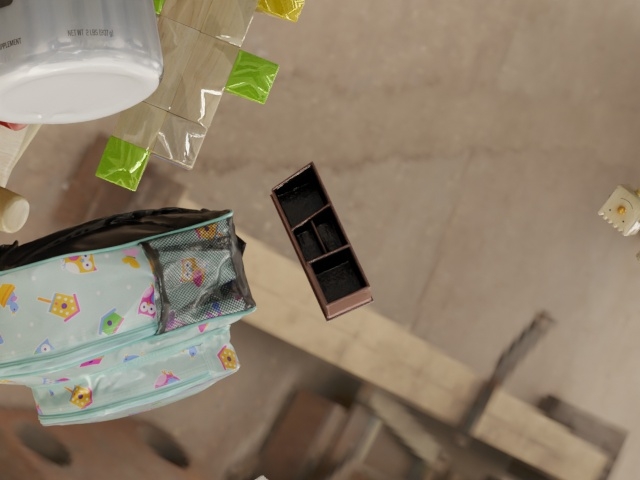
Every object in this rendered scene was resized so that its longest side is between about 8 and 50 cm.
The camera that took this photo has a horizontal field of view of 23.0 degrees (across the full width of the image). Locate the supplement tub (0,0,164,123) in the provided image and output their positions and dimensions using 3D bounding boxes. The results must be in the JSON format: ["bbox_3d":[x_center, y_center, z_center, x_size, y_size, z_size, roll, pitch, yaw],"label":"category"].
[{"bbox_3d":[-0.163,-0.174,0.940,0.117,0.117,0.190,14,62,-64],"label":"supplement tub"}]

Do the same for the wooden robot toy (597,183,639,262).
[{"bbox_3d":[0.263,0.040,1.139,0.079,0.173,0.076,-53,176,20],"label":"wooden robot toy"}]

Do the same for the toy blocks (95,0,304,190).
[{"bbox_3d":[-0.144,-0.233,1.863,0.261,0.191,0.381,-168,-81,-85],"label":"toy blocks"}]

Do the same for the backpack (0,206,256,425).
[{"bbox_3d":[-0.159,0.055,1.114,0.188,0.166,0.144,-5,86,-41],"label":"backpack"}]

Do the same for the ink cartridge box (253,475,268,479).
[{"bbox_3d":[-0.070,0.325,1.126,0.168,0.232,0.171,-42,168,33],"label":"ink cartridge box"}]

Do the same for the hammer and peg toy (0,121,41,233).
[{"bbox_3d":[-0.304,-0.123,1.405,0.361,0.127,0.265,22,90,-65],"label":"hammer and peg toy"}]

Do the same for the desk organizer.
[{"bbox_3d":[0.000,0.000,1.394,0.047,0.130,0.050,-23,164,-4],"label":"desk organizer"}]
